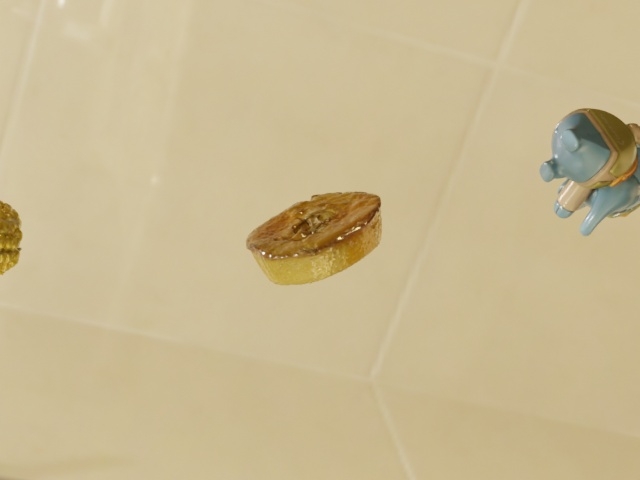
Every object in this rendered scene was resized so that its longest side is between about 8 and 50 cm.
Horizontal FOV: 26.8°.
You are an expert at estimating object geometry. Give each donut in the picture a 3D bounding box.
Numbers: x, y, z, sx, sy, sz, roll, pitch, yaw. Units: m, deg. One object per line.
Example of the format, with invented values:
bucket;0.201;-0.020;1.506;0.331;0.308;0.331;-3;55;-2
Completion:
donut;0.000;0.000;1.688;0.162;0.178;0.065;28;140;61

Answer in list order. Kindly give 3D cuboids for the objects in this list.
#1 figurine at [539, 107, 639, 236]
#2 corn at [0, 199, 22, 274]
figurine;0.405;-0.104;1.960;0.153;0.262;0.180;31;113;39
corn;-0.446;-0.013;1.452;0.093;0.244;0.093;-28;59;60
